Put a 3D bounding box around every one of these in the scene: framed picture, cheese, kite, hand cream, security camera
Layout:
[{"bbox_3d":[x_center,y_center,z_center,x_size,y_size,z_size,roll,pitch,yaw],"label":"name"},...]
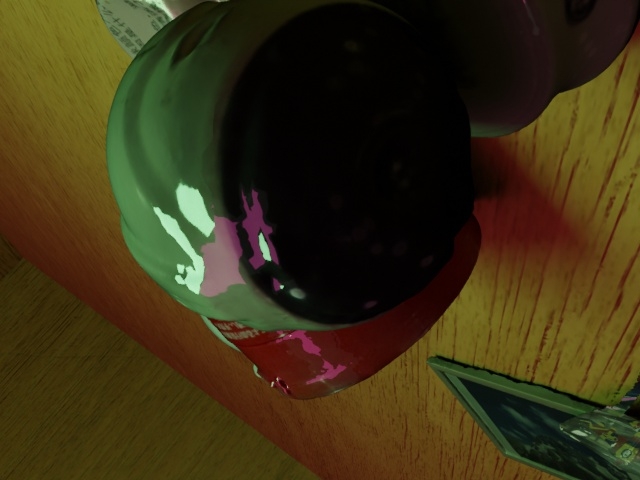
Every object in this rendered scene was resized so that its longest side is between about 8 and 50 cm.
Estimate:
[{"bbox_3d":[0.266,0.225,1.073,0.209,0.019,0.281,49,159,-26],"label":"framed picture"},{"bbox_3d":[-0.103,-0.192,0.733,0.189,0.074,0.286,46,157,-20],"label":"cheese"},{"bbox_3d":[0.306,0.175,0.859,0.141,0.015,0.245,24,155,14],"label":"kite"},{"bbox_3d":[0.000,0.000,0.744,0.149,0.230,0.230,46,160,-17],"label":"hand cream"},{"bbox_3d":[0.015,-0.081,0.447,0.191,0.277,0.197,18,151,49],"label":"security camera"}]

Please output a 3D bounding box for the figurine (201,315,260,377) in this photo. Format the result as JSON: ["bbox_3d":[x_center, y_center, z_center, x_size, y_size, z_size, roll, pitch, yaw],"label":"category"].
[{"bbox_3d":[-0.069,-0.005,0.965,0.281,0.167,0.370,22,146,31],"label":"figurine"}]
